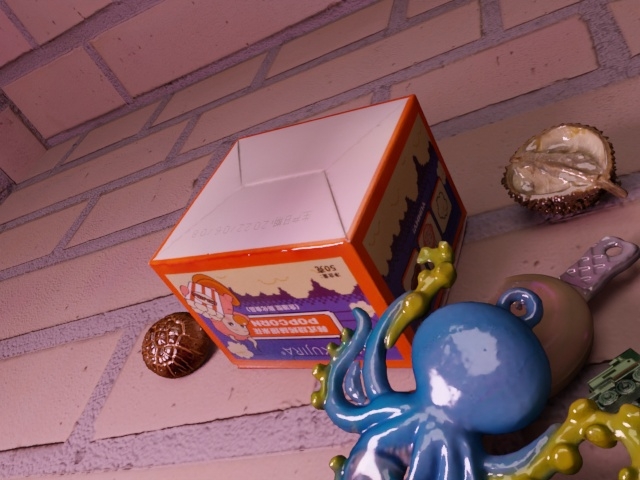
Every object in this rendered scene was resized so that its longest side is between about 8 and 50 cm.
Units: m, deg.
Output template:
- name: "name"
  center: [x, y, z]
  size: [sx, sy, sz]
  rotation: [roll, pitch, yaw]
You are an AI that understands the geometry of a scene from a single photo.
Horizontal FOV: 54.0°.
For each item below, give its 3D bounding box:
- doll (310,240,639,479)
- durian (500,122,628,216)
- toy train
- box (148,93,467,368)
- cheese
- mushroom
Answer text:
- name: "doll"
  center: [0.137, 0.196, 0.633]
  size: [0.346, 0.098, 0.341]
  rotation: [30, 86, 40]
- name: "durian"
  center: [0.363, -0.087, 0.913]
  size: [0.148, 0.091, 0.188]
  rotation: [-52, 38, -6]
- name: "toy train"
  center: [0.321, 0.157, 0.673]
  size: [0.083, 0.033, 0.053]
  rotation: [-33, 27, 0]
- name: "box"
  center: [0.000, 0.000, 0.955]
  size: [0.348, 0.257, 0.319]
  rotation: [-8, 41, 33]
- name: "cheese"
  center: [0.274, 0.089, 0.765]
  size: [0.286, 0.082, 0.163]
  rotation: [-38, 33, -14]
- name: "mushroom"
  center: [-0.252, 0.180, 1.090]
  size: [0.126, 0.085, 0.109]
  rotation: [-41, 33, -3]
